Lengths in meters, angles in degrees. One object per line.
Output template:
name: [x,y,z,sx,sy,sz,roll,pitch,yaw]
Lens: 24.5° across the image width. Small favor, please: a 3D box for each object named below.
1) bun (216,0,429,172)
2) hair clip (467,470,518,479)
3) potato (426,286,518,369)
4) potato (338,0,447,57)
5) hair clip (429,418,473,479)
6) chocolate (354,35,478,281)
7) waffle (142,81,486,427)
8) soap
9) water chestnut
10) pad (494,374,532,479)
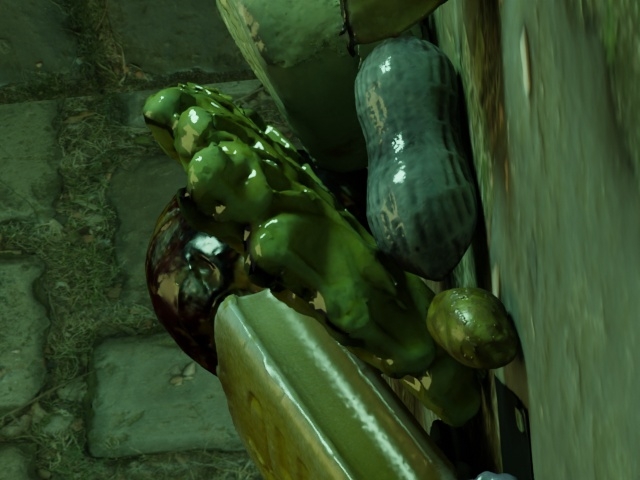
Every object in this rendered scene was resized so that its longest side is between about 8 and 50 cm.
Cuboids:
bun: [0.004,-0.172,1.124,0.239,0.141,0.239,60,180,-1]
hair clip: [0.080,0.195,0.802,0.137,0.090,0.278,-62,9,3]
potato: [0.086,0.048,0.845,0.092,0.045,0.046,-124,27,-80]
potato: [0.033,-0.233,0.819,0.138,0.098,0.243,-86,-16,-79]
hair clip: [0.094,0.203,1.141,0.116,0.049,0.172,-104,12,-46]
chocolate: [0.061,-0.054,0.942,0.072,0.072,0.167,88,178,-68]
waffle: [0.000,0.000,1.047,0.317,0.073,0.297,42,-173,-13]
soap: [0.019,0.169,1.086,0.274,0.089,0.173,50,155,45]
water chestnut: [-0.041,0.039,1.548,0.244,0.289,0.289,78,-176,-55]
pad: [0.121,0.183,0.879,0.116,0.004,0.193,-108,11,-84]
